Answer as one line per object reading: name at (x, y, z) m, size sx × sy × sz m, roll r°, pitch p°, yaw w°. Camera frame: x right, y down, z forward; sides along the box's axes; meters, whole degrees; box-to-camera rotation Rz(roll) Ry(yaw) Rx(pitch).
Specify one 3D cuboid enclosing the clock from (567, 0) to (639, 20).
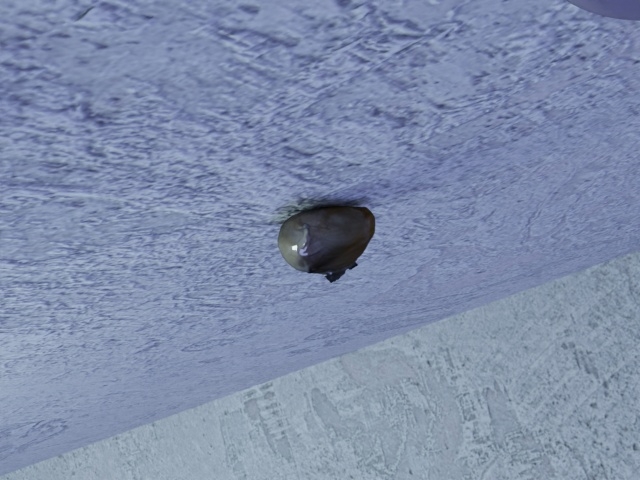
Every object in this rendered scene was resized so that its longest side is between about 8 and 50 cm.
clock at (0.192, -0.188, 0.414) m, size 0.295 × 0.113 × 0.322 m, roll -25°, pitch 167°, yaw 34°

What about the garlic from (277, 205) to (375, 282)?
garlic at (-0.006, -0.004, 1.088) m, size 0.152 × 0.066 × 0.084 m, roll -6°, pitch 137°, yaw -53°
